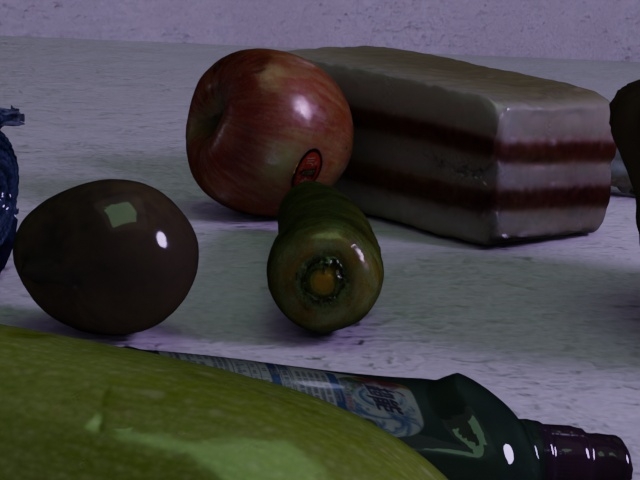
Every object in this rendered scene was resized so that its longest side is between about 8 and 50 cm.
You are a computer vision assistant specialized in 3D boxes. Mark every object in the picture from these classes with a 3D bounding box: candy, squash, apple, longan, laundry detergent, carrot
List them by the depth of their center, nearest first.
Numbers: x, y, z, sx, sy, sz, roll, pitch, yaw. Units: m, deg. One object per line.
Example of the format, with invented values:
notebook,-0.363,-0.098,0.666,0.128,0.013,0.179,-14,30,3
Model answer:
squash,-0.062,0.096,0.482,0.247,0.132,0.132,11,12,20
laundry detergent,0.015,0.087,0.689,0.222,0.078,0.144,2,8,-11
longan,-0.127,0.010,0.972,0.113,0.092,0.113,6,13,-1
carrot,0.000,0.000,1.159,0.074,0.074,0.358,5,8,-2
apple,-0.042,-0.090,1.396,0.131,0.146,0.146,15,4,-33
candy,0.094,-0.091,1.487,0.179,0.135,0.321,-7,16,-42

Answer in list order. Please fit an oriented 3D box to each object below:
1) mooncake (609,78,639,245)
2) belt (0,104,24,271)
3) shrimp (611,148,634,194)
mooncake,0.365,-0.045,1.132,0.324,0.187,0.324,-10,11,2
belt,-0.268,-0.029,1.037,0.129,0.122,0.218,4,5,1
shrimp,0.306,-0.091,1.751,0.360,0.085,0.247,6,4,22
